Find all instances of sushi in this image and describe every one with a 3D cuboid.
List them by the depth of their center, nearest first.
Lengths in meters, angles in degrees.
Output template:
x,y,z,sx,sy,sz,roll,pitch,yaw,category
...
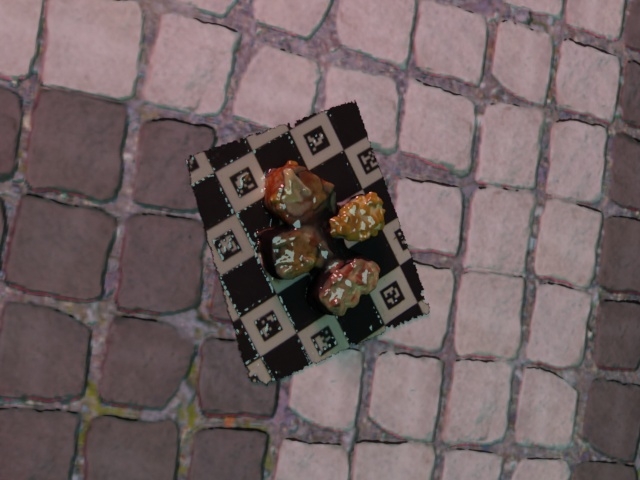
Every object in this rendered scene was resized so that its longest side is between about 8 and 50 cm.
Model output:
x,y,z,sx,sy,sz,roll,pitch,yaw,category
0.000,0.000,0.981,0.193,0.040,0.210,-22,99,-26,sushi
